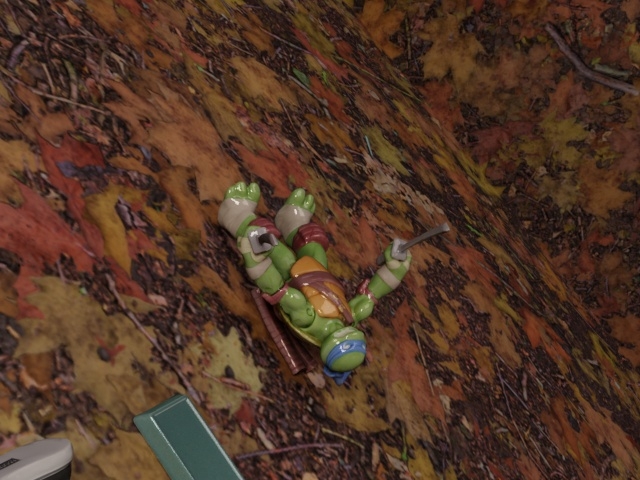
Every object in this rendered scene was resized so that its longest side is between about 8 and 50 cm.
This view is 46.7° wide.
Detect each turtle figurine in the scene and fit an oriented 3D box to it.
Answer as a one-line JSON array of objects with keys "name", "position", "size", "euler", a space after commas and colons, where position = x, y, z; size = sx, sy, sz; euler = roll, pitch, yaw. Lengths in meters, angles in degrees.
[{"name": "turtle figurine", "position": [0.000, 0.000, 0.859], "size": [0.266, 0.198, 0.274], "euler": [50, -22, 44]}]

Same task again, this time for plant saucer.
[{"name": "plant saucer", "position": [-0.090, 0.223, 0.661], "size": [0.192, 0.018, 0.067], "euler": [53, 26, 10]}]

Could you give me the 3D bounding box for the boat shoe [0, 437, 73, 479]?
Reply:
[{"name": "boat shoe", "position": [-0.222, 0.173, 0.490], "size": [0.142, 0.049, 0.040], "euler": [-12, 103, -56]}]
